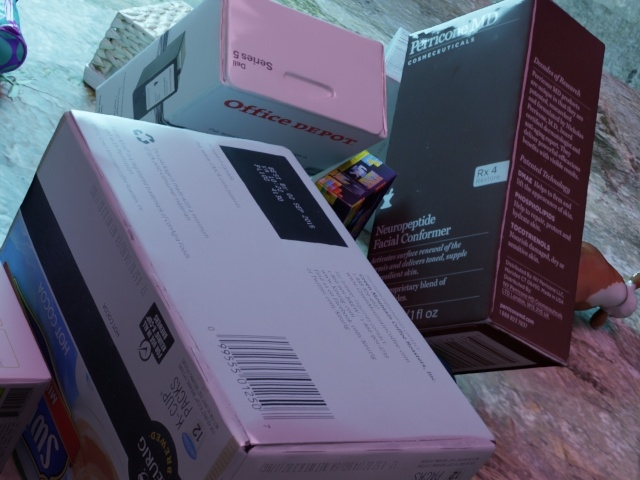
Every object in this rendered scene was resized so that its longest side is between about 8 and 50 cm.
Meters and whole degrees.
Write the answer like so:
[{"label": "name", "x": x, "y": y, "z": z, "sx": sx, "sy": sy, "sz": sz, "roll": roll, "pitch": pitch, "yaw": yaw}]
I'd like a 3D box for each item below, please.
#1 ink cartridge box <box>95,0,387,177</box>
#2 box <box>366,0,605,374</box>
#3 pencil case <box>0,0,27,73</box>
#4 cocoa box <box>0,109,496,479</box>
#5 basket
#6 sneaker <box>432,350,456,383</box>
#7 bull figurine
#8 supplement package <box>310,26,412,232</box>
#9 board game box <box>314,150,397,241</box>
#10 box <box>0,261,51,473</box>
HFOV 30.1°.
[{"label": "ink cartridge box", "x": -0.089, "y": -0.135, "z": 1.240, "sx": 0.198, "sy": 0.273, "sz": 0.114, "roll": 14, "pitch": 66, "yaw": -34}, {"label": "box", "x": 0.174, "y": -0.057, "z": 1.270, "sx": 0.143, "sy": 0.191, "sz": 0.381, "roll": 30, "pitch": 61, "yaw": -36}, {"label": "pencil case", "x": -0.374, "y": -0.254, "z": 1.366, "sx": 0.064, "sy": 0.070, "sz": 0.151, "roll": 34, "pitch": 23, "yaw": -38}, {"label": "cocoa box", "x": -0.086, "y": 0.103, "z": 0.904, "sx": 0.232, "sy": 0.228, "sz": 0.347, "roll": 7, "pitch": 37, "yaw": -41}, {"label": "basket", "x": -0.193, "y": -0.224, "z": 1.475, "sx": 0.113, "sy": 0.103, "sz": 0.167, "roll": 37, "pitch": 28, "yaw": 11}, {"label": "sneaker", "x": 0.061, "y": 0.166, "z": 1.149, "sx": 0.221, "sy": 0.083, "sz": 0.087, "roll": -6, "pitch": 62, "yaw": -48}, {"label": "bull figurine", "x": 0.306, "y": 0.038, "z": 1.589, "sx": 0.188, "sy": 0.101, "sz": 0.310, "roll": 44, "pitch": 26, "yaw": 29}, {"label": "supplement package", "x": 0.102, "y": -0.138, "z": 1.552, "sx": 0.149, "sy": 0.194, "sz": 0.203, "roll": 32, "pitch": 27, "yaw": -4}, {"label": "board game box", "x": 0.000, "y": 0.000, "z": 1.236, "sx": 0.048, "sy": 0.170, "sz": 0.141, "roll": 37, "pitch": 27, "yaw": 10}, {"label": "box", "x": -0.293, "y": 0.066, "z": 0.869, "sx": 0.103, "sy": 0.114, "sz": 0.203, "roll": 5, "pitch": 39, "yaw": -41}]
